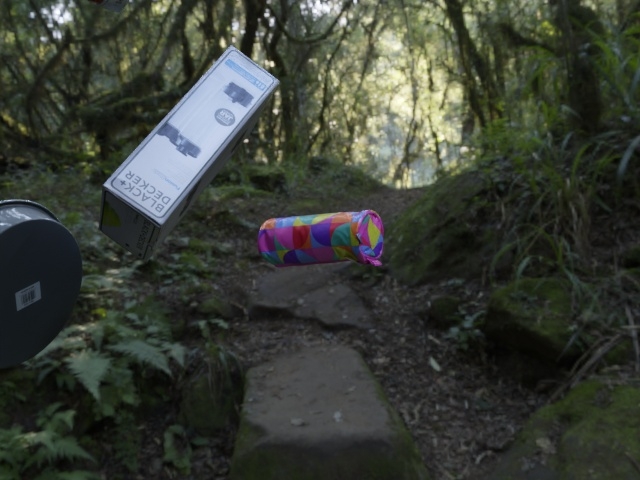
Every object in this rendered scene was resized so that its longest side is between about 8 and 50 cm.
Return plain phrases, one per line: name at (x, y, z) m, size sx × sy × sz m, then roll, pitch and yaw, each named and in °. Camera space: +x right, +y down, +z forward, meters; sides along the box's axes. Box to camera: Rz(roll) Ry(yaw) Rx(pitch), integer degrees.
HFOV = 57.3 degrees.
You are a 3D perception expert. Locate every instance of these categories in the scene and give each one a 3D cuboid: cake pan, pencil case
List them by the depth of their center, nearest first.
cake pan at (-0.501, 0.080, 0.960) m, size 0.054 × 0.292 × 0.293 m, roll 15°, pitch 10°, yaw 18°
pencil case at (0.000, 0.000, 1.069) m, size 0.237 × 0.104 × 0.104 m, roll -2°, pitch 5°, yaw 34°

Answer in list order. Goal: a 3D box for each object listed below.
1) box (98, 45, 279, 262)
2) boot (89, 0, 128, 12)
box at (-0.189, -0.122, 0.840) m, size 0.289 × 0.087 × 0.169 m, roll -58°, pitch 8°, yaw -26°
boot at (-0.335, -0.365, 0.681) m, size 0.176 × 0.088 × 0.244 m, roll 12°, pitch 27°, yaw -44°
